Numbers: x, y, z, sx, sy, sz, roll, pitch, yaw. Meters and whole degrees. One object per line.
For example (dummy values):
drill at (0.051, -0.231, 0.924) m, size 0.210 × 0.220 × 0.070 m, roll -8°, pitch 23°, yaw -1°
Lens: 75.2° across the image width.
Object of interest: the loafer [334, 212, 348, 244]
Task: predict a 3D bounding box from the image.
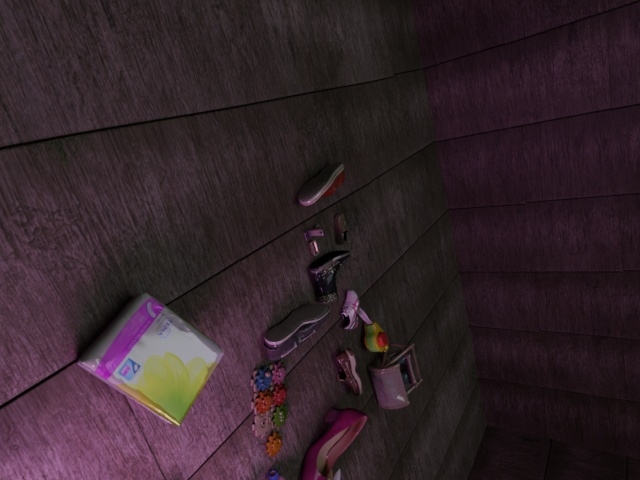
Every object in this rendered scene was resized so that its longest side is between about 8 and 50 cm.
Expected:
loafer at (0.101, -0.053, 1.911) m, size 0.056 × 0.050 × 0.148 m, roll -7°, pitch 94°, yaw -53°

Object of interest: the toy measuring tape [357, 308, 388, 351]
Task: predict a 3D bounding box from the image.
toy measuring tape at (0.236, 0.451, 2.022) m, size 0.330 × 0.121 × 0.121 m, roll 49°, pitch 51°, yaw -28°

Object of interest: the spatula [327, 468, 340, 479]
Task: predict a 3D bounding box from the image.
spatula at (0.022, 1.070, 1.692) m, size 0.168 × 0.019 × 0.242 m, roll -15°, pitch 115°, yaw -54°

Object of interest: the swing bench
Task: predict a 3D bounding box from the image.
swing bench at (0.392, 0.699, 2.160) m, size 0.254 × 0.165 × 0.254 m, roll -39°, pitch 119°, yaw -46°

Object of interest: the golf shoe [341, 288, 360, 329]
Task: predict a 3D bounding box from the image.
golf shoe at (0.137, 0.320, 1.925) m, size 0.085 × 0.067 × 0.186 m, roll 7°, pitch 83°, yaw -51°

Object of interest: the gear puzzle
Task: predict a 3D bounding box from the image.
gear puzzle at (-0.175, 0.623, 1.515) m, size 0.175 × 0.044 × 0.340 m, roll -1°, pitch 89°, yaw -53°

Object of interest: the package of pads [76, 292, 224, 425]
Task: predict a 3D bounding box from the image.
package of pads at (-0.429, 0.304, 1.093) m, size 0.296 × 0.101 × 0.229 m, roll 44°, pitch 52°, yaw -18°

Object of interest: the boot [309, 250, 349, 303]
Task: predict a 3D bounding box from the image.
boot at (0.053, 0.153, 1.812) m, size 0.236 × 0.085 × 0.179 m, roll -27°, pitch 111°, yaw -44°

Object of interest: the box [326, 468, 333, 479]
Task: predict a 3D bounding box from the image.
box at (0.006, 1.067, 1.748) m, size 0.164 × 0.021 × 0.202 m, roll -23°, pitch 107°, yaw -51°

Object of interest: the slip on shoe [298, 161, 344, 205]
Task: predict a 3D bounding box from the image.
slip on shoe at (0.019, -0.227, 1.766) m, size 0.331 × 0.122 × 0.102 m, roll -50°, pitch 130°, yaw -48°

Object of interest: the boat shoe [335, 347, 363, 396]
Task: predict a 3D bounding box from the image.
boat shoe at (0.121, 0.609, 1.890) m, size 0.095 × 0.095 × 0.258 m, roll -21°, pitch 110°, yaw -16°

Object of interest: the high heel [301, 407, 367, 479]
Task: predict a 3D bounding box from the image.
high heel at (0.055, 0.857, 1.684) m, size 0.127 × 0.181 × 0.378 m, roll 47°, pitch 51°, yaw -29°

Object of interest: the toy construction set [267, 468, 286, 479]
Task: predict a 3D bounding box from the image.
toy construction set at (-0.100, 0.957, 1.395) m, size 0.257 × 0.237 × 0.309 m, roll -8°, pitch 91°, yaw -67°

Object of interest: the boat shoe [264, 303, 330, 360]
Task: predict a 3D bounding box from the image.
boat shoe at (-0.088, 0.347, 1.607) m, size 0.335 × 0.112 × 0.096 m, roll -24°, pitch 125°, yaw -45°

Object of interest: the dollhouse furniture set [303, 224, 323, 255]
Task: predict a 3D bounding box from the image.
dollhouse furniture set at (0.000, 0.000, 1.750) m, size 0.091 × 0.081 × 0.115 m, roll -34°, pitch 115°, yaw -48°
